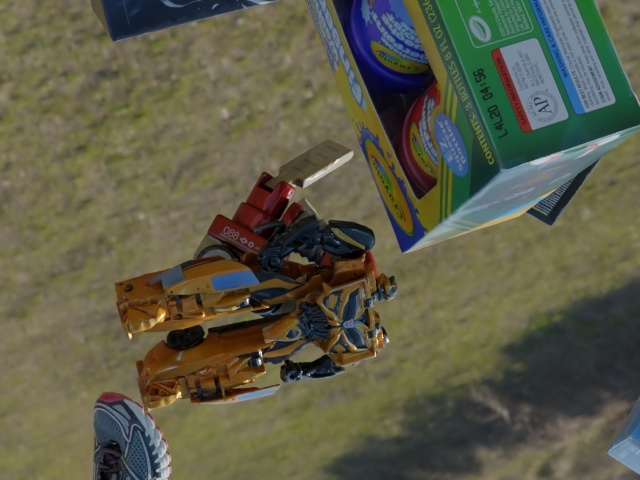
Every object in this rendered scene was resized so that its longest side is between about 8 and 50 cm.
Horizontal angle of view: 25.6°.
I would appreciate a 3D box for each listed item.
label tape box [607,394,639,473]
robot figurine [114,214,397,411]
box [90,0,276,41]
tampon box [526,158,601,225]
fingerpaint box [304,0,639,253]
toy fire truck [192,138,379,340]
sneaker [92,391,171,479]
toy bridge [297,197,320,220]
[{"bbox_3d":[0.521,0.207,1.497,0.249,0.348,0.115,-56,172,-17],"label":"label tape box"},{"bbox_3d":[-0.058,0.085,1.484,0.291,0.085,0.211,-12,124,-3],"label":"robot figurine"},{"bbox_3d":[-0.178,-0.479,1.865,0.313,0.343,0.179,-17,-154,-11],"label":"box"},{"bbox_3d":[0.283,-0.125,1.796,0.101,0.120,0.161,26,109,-28],"label":"tampon box"},{"bbox_3d":[0.116,-0.246,1.463,0.163,0.444,0.371,-19,173,-14],"label":"fingerpaint box"},{"bbox_3d":[-0.011,-0.010,1.768,0.246,0.217,0.158,-61,170,-3],"label":"toy fire truck"},{"bbox_3d":[-0.277,0.355,1.952,0.112,0.299,0.121,-16,-162,-43],"label":"sneaker"},{"bbox_3d":[0.000,0.000,1.951,0.026,0.063,0.188,-38,-157,6],"label":"toy bridge"}]
